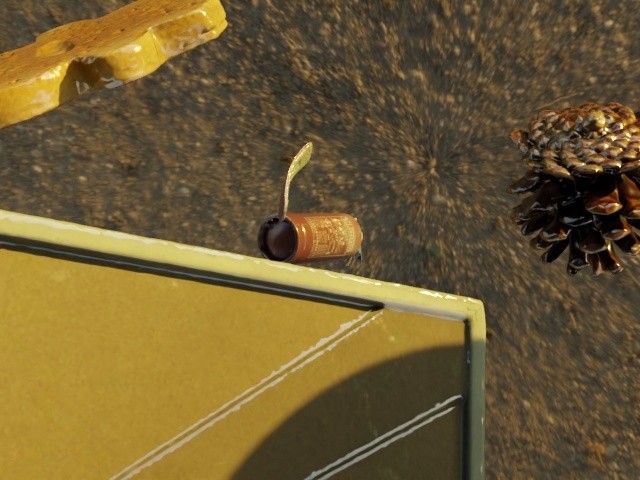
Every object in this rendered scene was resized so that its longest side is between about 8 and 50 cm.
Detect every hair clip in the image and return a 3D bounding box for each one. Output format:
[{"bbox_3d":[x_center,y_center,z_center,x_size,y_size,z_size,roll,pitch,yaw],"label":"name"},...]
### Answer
[{"bbox_3d":[-0.042,-0.091,1.372,0.022,0.054,0.137,21,59,0],"label":"hair clip"}]

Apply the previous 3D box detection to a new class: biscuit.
[{"bbox_3d":[-0.176,-0.116,0.617,0.225,0.166,0.036,-30,120,-24],"label":"biscuit"}]

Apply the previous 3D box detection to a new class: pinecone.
[{"bbox_3d":[0.383,-0.069,1.306,0.264,0.264,0.264,1,95,7],"label":"pinecone"}]

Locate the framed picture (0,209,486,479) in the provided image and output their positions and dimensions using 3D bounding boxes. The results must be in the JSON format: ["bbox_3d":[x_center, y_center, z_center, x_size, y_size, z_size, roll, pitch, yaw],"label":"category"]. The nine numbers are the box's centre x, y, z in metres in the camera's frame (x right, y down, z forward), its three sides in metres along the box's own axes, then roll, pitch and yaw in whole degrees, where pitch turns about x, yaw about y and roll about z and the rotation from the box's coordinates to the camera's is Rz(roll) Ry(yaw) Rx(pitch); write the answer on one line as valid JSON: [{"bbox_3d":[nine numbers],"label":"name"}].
[{"bbox_3d":[-0.057,0.118,0.411,0.324,0.020,0.241,11,72,-27],"label":"framed picture"}]

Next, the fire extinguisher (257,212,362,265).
[{"bbox_3d":[0.000,0.000,1.680,0.104,0.269,0.105,1,93,34],"label":"fire extinguisher"}]
